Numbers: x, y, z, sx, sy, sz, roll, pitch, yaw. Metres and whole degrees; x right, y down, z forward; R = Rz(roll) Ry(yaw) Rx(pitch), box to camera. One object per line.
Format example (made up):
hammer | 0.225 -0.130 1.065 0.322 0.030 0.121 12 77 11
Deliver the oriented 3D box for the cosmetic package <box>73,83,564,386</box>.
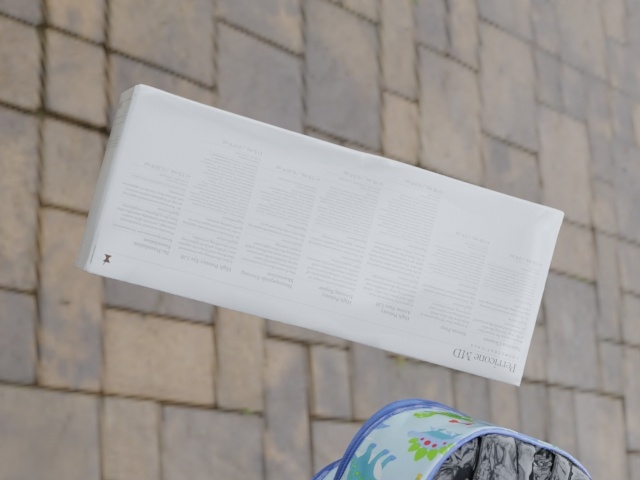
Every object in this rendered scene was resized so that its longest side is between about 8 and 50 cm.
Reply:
cosmetic package | 0.000 0.000 0.826 0.239 0.060 0.099 16 85 -16

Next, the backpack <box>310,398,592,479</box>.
backpack | 0.037 0.116 0.559 0.105 0.084 0.114 28 83 -38
